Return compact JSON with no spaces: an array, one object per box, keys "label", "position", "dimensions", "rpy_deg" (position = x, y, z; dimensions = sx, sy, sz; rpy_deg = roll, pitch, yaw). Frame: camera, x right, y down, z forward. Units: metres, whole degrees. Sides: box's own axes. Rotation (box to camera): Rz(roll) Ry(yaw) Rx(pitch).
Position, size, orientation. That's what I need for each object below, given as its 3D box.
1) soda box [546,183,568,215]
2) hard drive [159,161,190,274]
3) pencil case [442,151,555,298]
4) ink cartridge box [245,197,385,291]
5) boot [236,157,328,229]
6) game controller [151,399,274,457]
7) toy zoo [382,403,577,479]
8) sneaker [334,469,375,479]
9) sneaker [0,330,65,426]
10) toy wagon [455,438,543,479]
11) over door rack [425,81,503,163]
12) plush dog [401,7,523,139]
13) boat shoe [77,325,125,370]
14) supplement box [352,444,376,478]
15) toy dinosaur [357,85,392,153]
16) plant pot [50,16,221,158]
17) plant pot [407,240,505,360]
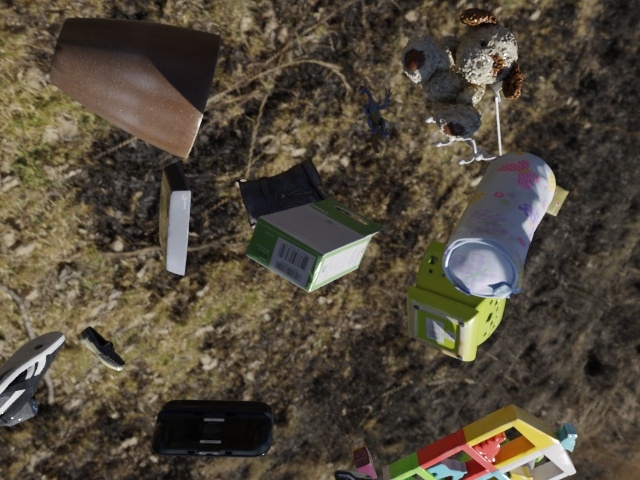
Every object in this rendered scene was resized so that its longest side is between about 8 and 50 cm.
[{"label":"soda box","position":[0.445,-0.107,1.283],"dimensions":[0.061,0.181,0.058],"rpy_deg":[23,99,-18]},{"label":"hard drive","position":[-0.376,-0.055,1.533],"dimensions":[0.054,0.172,0.254],"rpy_deg":[-3,126,-23]},{"label":"pencil case","position":[0.287,-0.031,0.933],"dimensions":[0.273,0.124,0.113],"rpy_deg":[-54,169,-42]},{"label":"ink cartridge box","position":[0.000,0.000,0.865],"dimensions":[0.209,0.109,0.062],"rpy_deg":[-22,137,-60]},{"label":"boot","position":[-0.088,-0.082,1.623],"dimensions":[0.229,0.263,0.091],"rpy_deg":[-24,-177,-1]},{"label":"game controller","position":[-0.287,0.504,1.605],"dimensions":[0.166,0.319,0.067],"rpy_deg":[-90,-178,-46]},{"label":"toy zoo","position":[0.274,0.362,0.964],"dimensions":[0.293,0.030,0.192],"rpy_deg":[-36,120,22]},{"label":"sneaker","position":[0.084,0.592,1.479],"dimensions":[0.044,0.109,0.040],"rpy_deg":[-177,-74,-84]},{"label":"sneaker","position":[-0.622,0.302,1.279],"dimensions":[0.217,0.079,0.121],"rpy_deg":[-48,131,-43]},{"label":"toy wagon","position":[0.393,0.593,1.514],"dimensions":[0.267,0.068,0.344],"rpy_deg":[-29,173,-20]},{"label":"over door rack","position":[0.395,-0.334,1.626],"dimensions":[0.108,0.239,0.324],"rpy_deg":[-27,138,-16]},{"label":"plush dog","position":[0.343,-0.400,1.375],"dimensions":[0.262,0.225,0.210],"rpy_deg":[55,31,-15]},{"label":"boat shoe","position":[-0.591,0.295,1.632],"dimensions":[0.049,0.056,0.152],"rpy_deg":[-44,107,6]},{"label":"supplement box","position":[0.124,0.629,1.683],"dimensions":[0.043,0.083,0.055],"rpy_deg":[-23,107,2]},{"label":"toy dinosaur","position":[0.074,-0.193,0.910],"dimensions":[0.047,0.082,0.090],"rpy_deg":[-1,140,-23]},{"label":"plant pot","position":[-0.305,-0.270,0.974],"dimensions":[0.230,0.215,0.215],"rpy_deg":[16,106,-19]},{"label":"plant pot","position":[0.350,0.172,1.588],"dimensions":[0.207,0.227,0.228],"rpy_deg":[-49,146,-35]}]
